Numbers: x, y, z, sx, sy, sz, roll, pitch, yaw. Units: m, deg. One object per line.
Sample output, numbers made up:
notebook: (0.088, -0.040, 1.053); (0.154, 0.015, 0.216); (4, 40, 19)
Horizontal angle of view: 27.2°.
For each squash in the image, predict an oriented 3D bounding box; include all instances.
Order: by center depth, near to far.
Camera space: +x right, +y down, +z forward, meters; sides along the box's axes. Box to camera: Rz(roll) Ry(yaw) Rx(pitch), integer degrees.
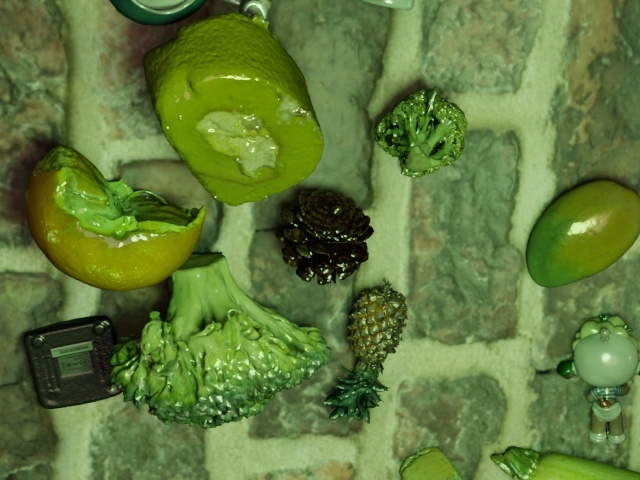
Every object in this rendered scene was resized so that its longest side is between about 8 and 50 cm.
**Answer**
squash: (0.397, 0.394, 2.018); (0.287, 0.137, 0.137); (16, 102, -11)

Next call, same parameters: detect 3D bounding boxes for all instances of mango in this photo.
mango: (0.381, -0.008, 1.926); (0.130, 0.092, 0.195); (38, 105, -19)

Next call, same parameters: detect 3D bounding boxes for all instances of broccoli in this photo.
broccoli: (-0.138, 0.129, 1.816); (0.247, 0.288, 0.246); (-10, 93, 31)
broccoli: (0.141, -0.144, 1.826); (0.131, 0.120, 0.130); (-16, 129, 28)

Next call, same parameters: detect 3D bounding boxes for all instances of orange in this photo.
orange: (-0.282, -0.015, 1.752); (0.237, 0.179, 0.158); (22, 96, -16)

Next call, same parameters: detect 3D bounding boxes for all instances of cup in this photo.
cup: (-0.205, -0.349, 1.678); (0.299, 0.173, 0.168); (24, 101, -16)

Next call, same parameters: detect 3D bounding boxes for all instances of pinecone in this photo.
pinecone: (0.002, 0.000, 1.837); (0.140, 0.140, 0.121); (4, 133, -11)

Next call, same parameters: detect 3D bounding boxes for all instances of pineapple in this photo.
pineapple: (0.068, 0.159, 1.911); (0.083, 0.103, 0.221); (20, 104, 20)

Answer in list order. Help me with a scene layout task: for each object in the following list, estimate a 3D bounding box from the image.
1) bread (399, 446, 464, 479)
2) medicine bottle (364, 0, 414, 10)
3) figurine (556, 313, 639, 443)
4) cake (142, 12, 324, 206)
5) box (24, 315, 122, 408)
bread: (0.188, 0.401, 1.993); (0.103, 0.110, 0.156); (-30, 109, -7)
medicine bottle: (0.099, -0.379, 1.772); (0.080, 0.080, 0.130); (9, 103, -12)
figurine: (0.431, 0.206, 1.993); (0.147, 0.093, 0.197); (0, 115, 13)
cake: (-0.107, -0.174, 1.708); (0.179, 0.156, 0.260); (-24, 146, 6)
box: (-0.346, 0.175, 1.874); (0.126, 0.027, 0.125); (-12, 107, -6)
